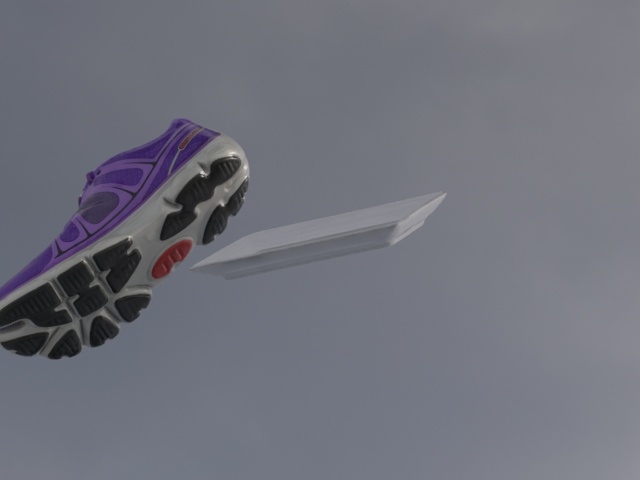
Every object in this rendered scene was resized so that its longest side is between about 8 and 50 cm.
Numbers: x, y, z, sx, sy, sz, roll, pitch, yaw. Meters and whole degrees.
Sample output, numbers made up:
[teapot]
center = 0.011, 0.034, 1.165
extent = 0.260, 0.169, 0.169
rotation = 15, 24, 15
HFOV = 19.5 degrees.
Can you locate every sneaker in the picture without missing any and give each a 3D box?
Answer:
[sneaker]
center = -0.115, -0.002, 1.019
extent = 0.170, 0.068, 0.071
rotation = -40, -129, -18

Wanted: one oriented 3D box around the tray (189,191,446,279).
[tray]
center = 0.000, 0.000, 2.076
extent = 0.270, 0.030, 0.145
rotation = -12, -169, 29
